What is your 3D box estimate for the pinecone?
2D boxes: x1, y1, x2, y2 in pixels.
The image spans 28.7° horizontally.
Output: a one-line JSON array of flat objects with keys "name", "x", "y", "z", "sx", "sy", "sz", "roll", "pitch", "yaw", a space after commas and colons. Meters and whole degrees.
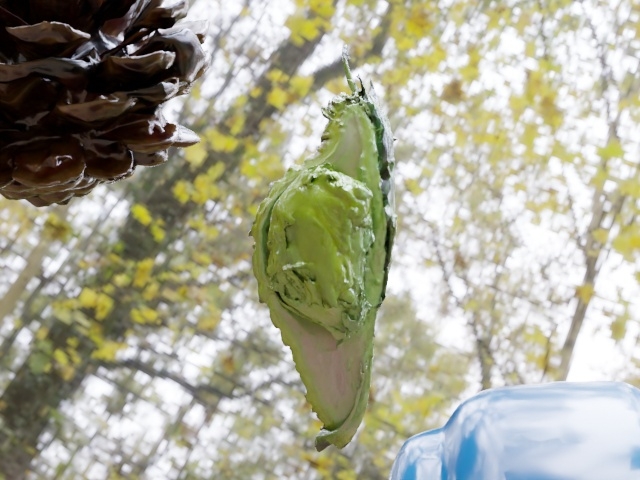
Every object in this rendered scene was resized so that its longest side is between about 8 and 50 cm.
[{"name": "pinecone", "x": -0.130, "y": -0.097, "z": 0.587, "sx": 0.173, "sy": 0.174, "sz": 0.174, "roll": 17, "pitch": -38, "yaw": 14}]

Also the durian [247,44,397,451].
[{"name": "durian", "x": 0.004, "y": 0.001, "z": 1.112, "sx": 0.106, "sy": 0.375, "sz": 0.132, "roll": 6, "pitch": -5, "yaw": -28}]

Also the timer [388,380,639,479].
[{"name": "timer", "x": 0.077, "y": 0.225, "z": 0.417, "sx": 0.115, "sy": 0.340, "sz": 0.309, "roll": -4, "pitch": -17, "yaw": 5}]
